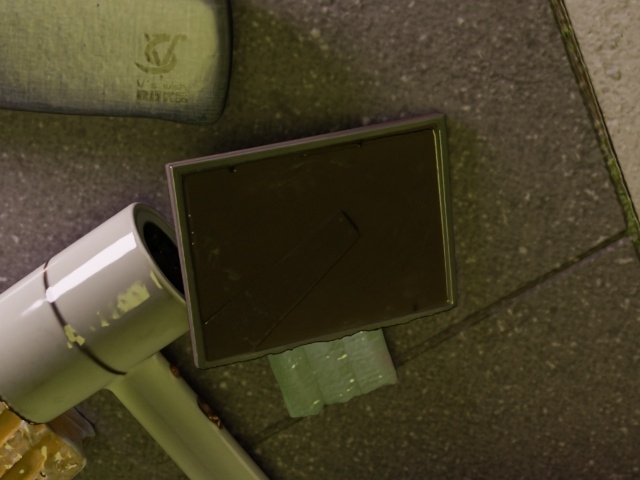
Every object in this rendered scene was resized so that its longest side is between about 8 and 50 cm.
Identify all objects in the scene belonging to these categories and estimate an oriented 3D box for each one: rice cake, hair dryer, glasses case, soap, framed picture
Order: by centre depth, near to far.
[{"bbox_3d":[-0.239,-0.179,1.300,0.323,0.074,0.131,5,109,1],"label":"glasses case"},{"bbox_3d":[0.000,0.000,1.313,0.265,0.018,0.192,-12,107,-21],"label":"framed picture"},{"bbox_3d":[-0.015,0.045,1.377,0.127,0.043,0.237,-21,106,8],"label":"rice cake"},{"bbox_3d":[-0.144,0.155,1.390,0.203,0.128,0.362,-34,111,11],"label":"hair dryer"},{"bbox_3d":[-0.374,0.233,1.432,0.274,0.089,0.173,-43,101,14],"label":"soap"}]
